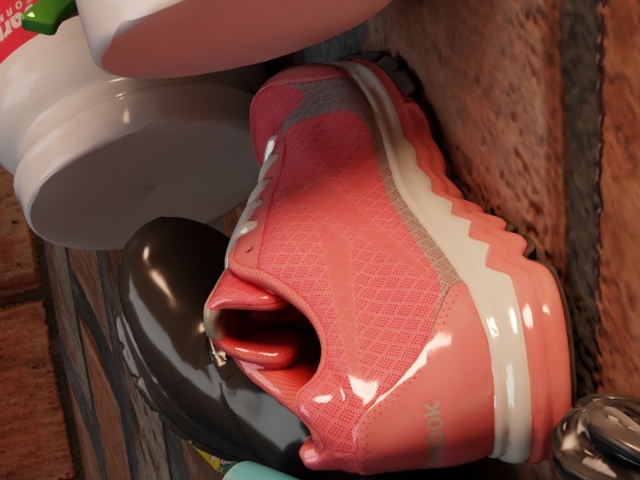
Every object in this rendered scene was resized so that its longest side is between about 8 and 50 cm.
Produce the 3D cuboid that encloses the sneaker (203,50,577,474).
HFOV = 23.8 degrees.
[{"bbox_3d":[0.000,0.000,0.728,0.314,0.136,0.116,-125,27,-54],"label":"sneaker"}]

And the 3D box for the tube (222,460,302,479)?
[{"bbox_3d":[0.045,0.158,0.697,0.207,0.052,0.080,17,134,25],"label":"tube"}]

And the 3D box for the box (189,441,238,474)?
[{"bbox_3d":[-0.063,0.114,1.148,0.179,0.043,0.105,-160,85,-74],"label":"box"}]

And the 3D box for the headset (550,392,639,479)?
[{"bbox_3d":[0.082,0.248,0.536,0.185,0.243,0.394,21,108,42],"label":"headset"}]

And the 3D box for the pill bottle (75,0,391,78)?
[{"bbox_3d":[-0.074,-0.253,0.687,0.188,0.188,0.334,143,112,-73],"label":"pill bottle"}]

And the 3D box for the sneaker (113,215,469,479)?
[{"bbox_3d":[0.007,0.092,0.789,0.286,0.109,0.130,48,149,4],"label":"sneaker"}]

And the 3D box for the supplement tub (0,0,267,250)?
[{"bbox_3d":[-0.147,-0.151,1.016,0.191,0.191,0.272,109,145,-62],"label":"supplement tub"}]

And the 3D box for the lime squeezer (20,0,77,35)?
[{"bbox_3d":[-0.071,-0.234,0.873,0.059,0.110,0.310,72,-152,-62],"label":"lime squeezer"}]
